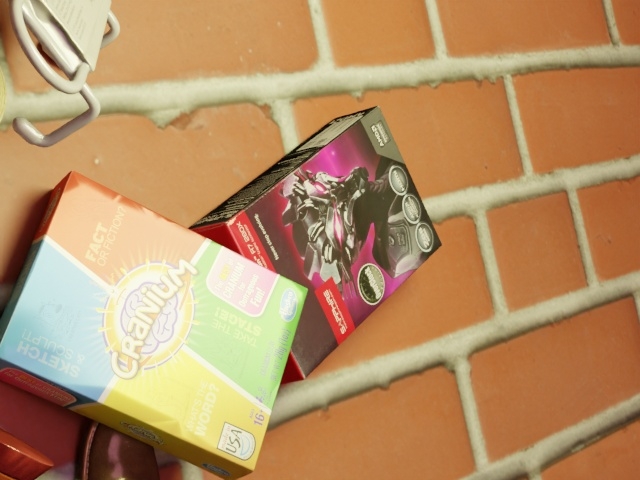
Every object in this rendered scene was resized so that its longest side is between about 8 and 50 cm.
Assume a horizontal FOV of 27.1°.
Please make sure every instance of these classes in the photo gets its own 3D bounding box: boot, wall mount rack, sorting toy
[{"bbox_3d":[-0.192,0.329,1.471,0.112,0.115,0.305,1,78,-43],"label":"boot"},{"bbox_3d":[-0.340,-0.271,1.394,0.304,0.130,0.350,53,18,-28],"label":"wall mount rack"},{"bbox_3d":[-0.249,0.314,1.358,0.365,0.127,0.126,32,81,-4],"label":"sorting toy"}]

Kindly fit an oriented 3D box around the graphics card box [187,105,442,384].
[{"bbox_3d":[0.000,0.000,1.774,0.371,0.094,0.233,-40,110,-45],"label":"graphics card box"}]

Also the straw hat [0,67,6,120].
[{"bbox_3d":[-0.381,-0.171,1.426,0.144,0.061,0.144,14,70,-44],"label":"straw hat"}]

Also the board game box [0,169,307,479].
[{"bbox_3d":[-0.190,0.098,1.495,0.316,0.064,0.242,27,59,-20],"label":"board game box"}]
